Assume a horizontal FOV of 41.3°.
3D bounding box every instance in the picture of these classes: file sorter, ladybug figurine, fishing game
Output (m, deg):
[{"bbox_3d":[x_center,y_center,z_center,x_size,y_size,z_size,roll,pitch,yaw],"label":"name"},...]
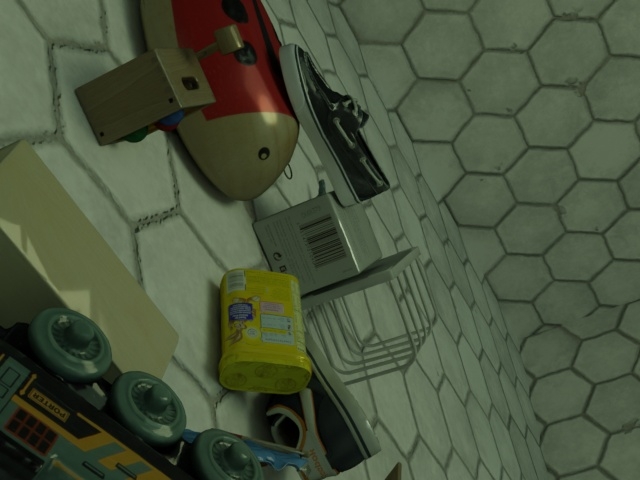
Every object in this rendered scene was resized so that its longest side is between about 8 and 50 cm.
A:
[{"bbox_3d":[0.100,0.139,1.594,0.173,0.193,0.278,70,18,-3],"label":"file sorter"},{"bbox_3d":[-0.155,-0.291,1.406,0.305,0.162,0.449,4,65,-70],"label":"ladybug figurine"},{"bbox_3d":[-0.106,0.239,0.941,0.264,0.189,0.041,38,61,-72],"label":"fishing game"}]

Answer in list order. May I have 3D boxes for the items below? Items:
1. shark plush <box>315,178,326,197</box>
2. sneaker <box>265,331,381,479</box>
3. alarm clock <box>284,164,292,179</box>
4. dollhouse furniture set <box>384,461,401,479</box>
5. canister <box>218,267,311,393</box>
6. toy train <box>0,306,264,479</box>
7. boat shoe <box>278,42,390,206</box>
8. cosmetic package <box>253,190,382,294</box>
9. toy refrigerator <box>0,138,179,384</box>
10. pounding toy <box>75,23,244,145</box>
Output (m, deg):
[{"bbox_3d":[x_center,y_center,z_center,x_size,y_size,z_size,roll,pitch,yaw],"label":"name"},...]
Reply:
[{"bbox_3d":[0.021,-0.053,1.782,0.073,0.067,0.161,49,26,-44],"label":"shark plush"},{"bbox_3d":[-0.024,0.239,1.262,0.126,0.128,0.321,63,-6,-20],"label":"sneaker"},{"bbox_3d":[-0.094,-0.208,1.654,0.129,0.064,0.192,-59,128,-68],"label":"alarm clock"},{"bbox_3d":[0.161,0.492,1.435,0.151,0.144,0.123,25,29,-8],"label":"dollhouse furniture set"},{"bbox_3d":[-0.082,0.126,1.210,0.126,0.073,0.169,8,45,-16],"label":"canister"},{"bbox_3d":[-0.185,0.197,0.700,0.334,0.142,0.190,41,22,-11],"label":"toy train"},{"bbox_3d":[0.029,-0.197,1.404,0.108,0.102,0.301,-77,144,-63],"label":"boat shoe"},{"bbox_3d":[0.000,0.000,1.528,0.151,0.152,0.184,68,18,-1],"label":"cosmetic package"},{"bbox_3d":[-0.262,0.046,0.833,0.269,0.094,0.102,57,28,-28],"label":"toy refrigerator"},{"bbox_3d":[-0.187,-0.208,1.149,0.094,0.206,0.181,66,18,-6],"label":"pounding toy"}]
